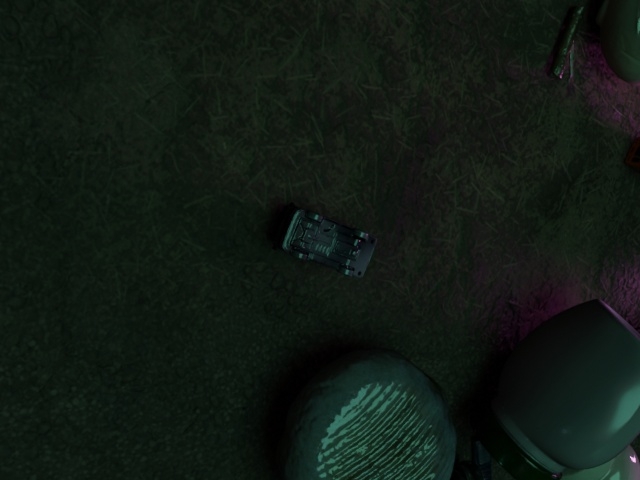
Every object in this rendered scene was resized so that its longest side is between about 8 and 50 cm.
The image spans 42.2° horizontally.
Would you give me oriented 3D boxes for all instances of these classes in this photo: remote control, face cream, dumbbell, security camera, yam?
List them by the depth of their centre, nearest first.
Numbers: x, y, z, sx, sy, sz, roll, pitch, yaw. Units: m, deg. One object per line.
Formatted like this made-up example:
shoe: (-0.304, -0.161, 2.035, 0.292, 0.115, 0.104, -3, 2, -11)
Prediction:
yam: (0.482, -0.388, 1.623, 0.032, 0.032, 0.145, 19, 93, -30)
face cream: (0.489, 0.304, 1.638, 0.219, 0.312, 0.357, 34, 105, -31)
dumbbell: (0.225, 0.508, 1.672, 0.255, 0.110, 0.110, 1, 102, -23)
remote control: (0.348, 0.489, 1.773, 0.044, 0.027, 0.152, -11, 105, -17)
security camera: (0.595, 0.485, 1.809, 0.236, 0.194, 0.194, 43, 81, -30)

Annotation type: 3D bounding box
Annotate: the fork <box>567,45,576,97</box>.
fork: (0.503, -0.344, 1.658, 0.016, 0.012, 0.115, -12, 103, -29)

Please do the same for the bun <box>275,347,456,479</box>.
bun: (0.076, 0.359, 1.487, 0.362, 0.211, 0.361, -8, 108, -25)

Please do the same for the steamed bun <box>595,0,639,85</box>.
steamed bun: (0.626, -0.421, 1.634, 0.177, 0.131, 0.228, -22, 111, -33)

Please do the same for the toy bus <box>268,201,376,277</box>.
toy bus: (0.000, 0.000, 1.426, 0.178, 0.098, 0.086, 21, 93, -34)

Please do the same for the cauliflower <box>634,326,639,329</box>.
cauliflower: (0.771, 0.330, 1.826, 0.256, 0.239, 0.315, 15, 51, -28)

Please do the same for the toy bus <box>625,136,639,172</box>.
toy bus: (0.757, -0.154, 1.797, 0.195, 0.088, 0.083, 26, 90, -28)
